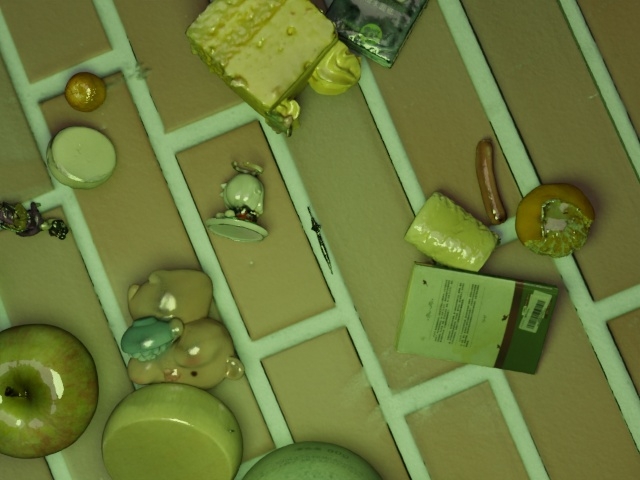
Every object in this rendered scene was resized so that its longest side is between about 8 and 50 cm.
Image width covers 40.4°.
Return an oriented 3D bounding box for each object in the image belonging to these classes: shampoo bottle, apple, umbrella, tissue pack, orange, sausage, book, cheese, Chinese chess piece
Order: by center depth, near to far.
[{"bbox_3d":[-0.015,0.536,1.594,0.323,0.317,0.322,0,84,0],"label":"shampoo bottle"},{"bbox_3d":[-0.280,0.392,1.655,0.274,0.102,0.273,3,124,4],"label":"Chinese chess piece"},{"bbox_3d":[-0.544,0.285,1.661,0.257,0.234,0.256,0,84,0],"label":"apple"},{"bbox_3d":[0.463,-0.041,1.720,0.157,0.134,0.156,-2,81,13],"label":"orange"},{"bbox_3d":[0.306,0.156,1.721,0.290,0.026,0.201,11,112,1],"label":"book"},{"bbox_3d":[0.262,-0.008,1.737,0.167,0.094,0.123,36,89,3],"label":"cheese"},{"bbox_3d":[0.346,-0.118,1.771,0.047,0.040,0.176,-12,85,1],"label":"sausage"},{"bbox_3d":[-0.001,0.000,1.780,0.022,0.022,0.148,-20,96,-5],"label":"umbrella"},{"bbox_3d":[-0.481,-0.304,1.780,0.083,0.070,0.083,1,98,6],"label":"orange"},{"bbox_3d":[0.128,-0.493,1.782,0.173,0.073,0.235,30,88,2],"label":"tissue pack"}]

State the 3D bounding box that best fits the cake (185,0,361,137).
[{"bbox_3d":[-0.082,-0.360,1.702,0.286,0.222,0.227,44,89,3],"label":"cake"}]

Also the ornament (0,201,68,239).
[{"bbox_3d":[-0.612,-0.054,1.770,0.203,0.088,0.081,12,62,-11],"label":"ornament"}]

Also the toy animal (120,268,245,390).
[{"bbox_3d":[-0.281,0.178,1.696,0.210,0.229,0.221,-25,42,26],"label":"toy animal"}]

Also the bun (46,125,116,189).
[{"bbox_3d":[-0.489,-0.159,1.764,0.138,0.094,0.138,11,63,-23],"label":"bun"}]

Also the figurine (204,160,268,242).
[{"bbox_3d":[-0.157,-0.086,1.743,0.132,0.132,0.153,9,75,1],"label":"figurine"}]
